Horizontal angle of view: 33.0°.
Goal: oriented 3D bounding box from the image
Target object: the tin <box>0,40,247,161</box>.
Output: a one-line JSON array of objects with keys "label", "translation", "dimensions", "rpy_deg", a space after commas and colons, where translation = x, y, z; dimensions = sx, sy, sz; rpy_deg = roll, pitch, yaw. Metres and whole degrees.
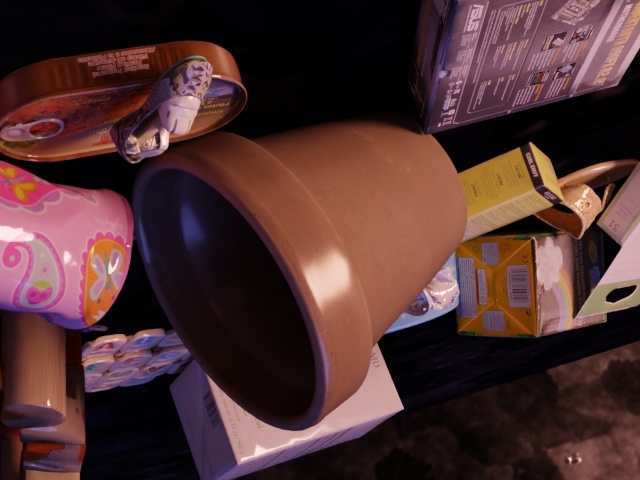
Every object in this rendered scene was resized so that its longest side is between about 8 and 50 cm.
[{"label": "tin", "translation": [-0.150, -0.103, 0.805], "dimensions": [0.190, 0.040, 0.106], "rpy_deg": [-11, 158, -16]}]

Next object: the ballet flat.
[{"label": "ballet flat", "translation": [-0.109, -0.087, 0.766], "dimensions": [0.041, 0.041, 0.114], "rpy_deg": [0, 156, -43]}]

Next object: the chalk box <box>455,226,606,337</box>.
[{"label": "chalk box", "translation": [0.292, 0.051, 1.443], "dimensions": [0.132, 0.132, 0.213], "rpy_deg": [-2, -178, 44]}]

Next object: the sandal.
[{"label": "sandal", "translation": [0.296, -0.035, 1.339], "dimensions": [0.240, 0.079, 0.088], "rpy_deg": [-12, 162, -15]}]

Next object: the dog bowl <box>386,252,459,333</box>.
[{"label": "dog bowl", "translation": [0.041, 0.086, 1.398], "dimensions": [0.297, 0.074, 0.166], "rpy_deg": [-16, -176, 7]}]

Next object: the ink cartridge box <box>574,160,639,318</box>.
[{"label": "ink cartridge box", "translation": [0.416, -0.011, 1.389], "dimensions": [0.171, 0.056, 0.235], "rpy_deg": [-5, 135, -45]}]

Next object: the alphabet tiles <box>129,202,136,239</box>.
[{"label": "alphabet tiles", "translation": [-0.092, -0.028, 1.131], "dimensions": [0.198, 0.009, 0.237], "rpy_deg": [-21, 162, 14]}]

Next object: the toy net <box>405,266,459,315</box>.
[{"label": "toy net", "translation": [0.060, 0.042, 1.233], "dimensions": [0.232, 0.045, 0.122], "rpy_deg": [31, 126, -27]}]

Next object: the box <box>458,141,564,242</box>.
[{"label": "box", "translation": [0.157, -0.035, 1.252], "dimensions": [0.232, 0.058, 0.087], "rpy_deg": [-24, 160, 22]}]

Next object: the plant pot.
[{"label": "plant pot", "translation": [0.000, 0.000, 0.947], "dimensions": [0.229, 0.263, 0.263], "rpy_deg": [-30, 171, -31]}]

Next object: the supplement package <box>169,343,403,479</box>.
[{"label": "supplement package", "translation": [-0.055, 0.245, 1.688], "dimensions": [0.293, 0.177, 0.175], "rpy_deg": [-13, 162, -29]}]

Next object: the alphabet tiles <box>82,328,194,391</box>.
[{"label": "alphabet tiles", "translation": [-0.290, 0.184, 1.587], "dimensions": [0.284, 0.021, 0.278], "rpy_deg": [-6, 159, -30]}]

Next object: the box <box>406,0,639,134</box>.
[{"label": "box", "translation": [0.169, -0.173, 0.841], "dimensions": [0.183, 0.056, 0.231], "rpy_deg": [-15, 163, -5]}]

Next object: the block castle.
[{"label": "block castle", "translation": [-0.387, 0.134, 1.051], "dimensions": [0.303, 0.212, 0.453], "rpy_deg": [2, 151, -16]}]

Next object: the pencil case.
[{"label": "pencil case", "translation": [-0.268, -0.013, 0.762], "dimensions": [0.124, 0.124, 0.284], "rpy_deg": [-27, 150, 32]}]
